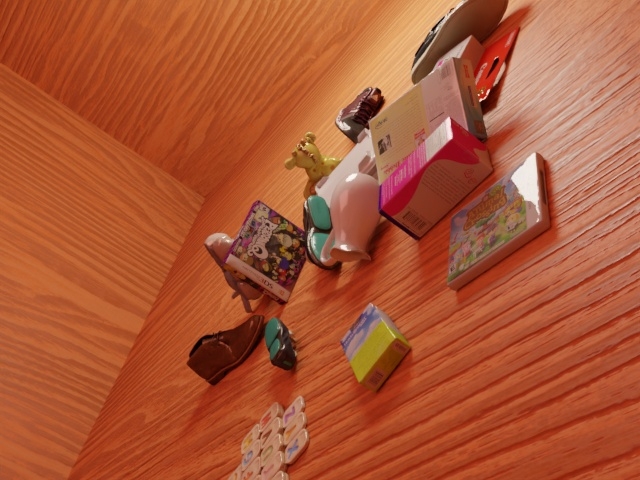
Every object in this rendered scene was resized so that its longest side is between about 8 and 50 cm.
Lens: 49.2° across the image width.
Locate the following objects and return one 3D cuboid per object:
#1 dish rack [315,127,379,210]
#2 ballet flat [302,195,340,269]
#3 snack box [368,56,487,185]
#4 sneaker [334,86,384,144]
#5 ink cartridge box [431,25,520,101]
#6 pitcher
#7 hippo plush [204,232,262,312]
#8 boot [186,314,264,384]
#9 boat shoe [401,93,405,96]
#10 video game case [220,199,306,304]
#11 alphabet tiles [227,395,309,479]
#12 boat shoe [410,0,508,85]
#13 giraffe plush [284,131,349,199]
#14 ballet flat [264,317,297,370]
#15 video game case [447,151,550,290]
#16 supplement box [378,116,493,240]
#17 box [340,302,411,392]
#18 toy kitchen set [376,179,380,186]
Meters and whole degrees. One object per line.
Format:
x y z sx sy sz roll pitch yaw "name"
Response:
0.082 -0.179 2.003 0.333 0.072 0.285 -48 19 26 "dish rack"
0.000 0.000 1.845 0.280 0.095 0.096 -97 20 -47 "ballet flat"
0.234 -0.255 1.600 0.322 0.060 0.187 -30 63 54 "snack box"
0.134 -0.421 2.250 0.162 0.106 0.281 -46 19 20 "sneaker"
0.339 -0.395 1.688 0.239 0.060 0.275 -28 28 55 "ink cartridge box"
0.065 -0.044 1.673 0.178 0.126 0.207 -19 55 51 "pitcher"
-0.175 0.054 2.098 0.237 0.294 0.234 -35 38 -17 "hippo plush"
-0.275 0.300 2.001 0.305 0.115 0.112 -44 19 29 "boot"
0.247 -0.372 1.902 0.190 0.072 0.068 -44 21 35 "boat shoe"
-0.144 0.032 1.977 0.042 0.210 0.232 -30 30 53 "video game case"
-0.119 0.460 1.442 0.278 0.021 0.284 -51 18 14 "alphabet tiles"
0.359 -0.555 1.855 0.340 0.127 0.113 -53 27 42 "boat shoe"
-0.025 -0.241 2.226 0.210 0.171 0.181 -29 31 55 "giraffe plush"
-0.091 0.251 1.669 0.074 0.074 0.203 -53 17 9 "ballet flat"
0.304 -0.034 1.213 0.212 0.023 0.193 -42 22 38 "video game case"
0.230 -0.125 1.429 0.220 0.111 0.114 -44 20 30 "supplement box"
0.098 0.196 1.307 0.109 0.042 0.178 -53 17 7 "box"
0.139 -0.107 1.779 0.083 0.075 0.068 -15 24 -2 "toy kitchen set"
